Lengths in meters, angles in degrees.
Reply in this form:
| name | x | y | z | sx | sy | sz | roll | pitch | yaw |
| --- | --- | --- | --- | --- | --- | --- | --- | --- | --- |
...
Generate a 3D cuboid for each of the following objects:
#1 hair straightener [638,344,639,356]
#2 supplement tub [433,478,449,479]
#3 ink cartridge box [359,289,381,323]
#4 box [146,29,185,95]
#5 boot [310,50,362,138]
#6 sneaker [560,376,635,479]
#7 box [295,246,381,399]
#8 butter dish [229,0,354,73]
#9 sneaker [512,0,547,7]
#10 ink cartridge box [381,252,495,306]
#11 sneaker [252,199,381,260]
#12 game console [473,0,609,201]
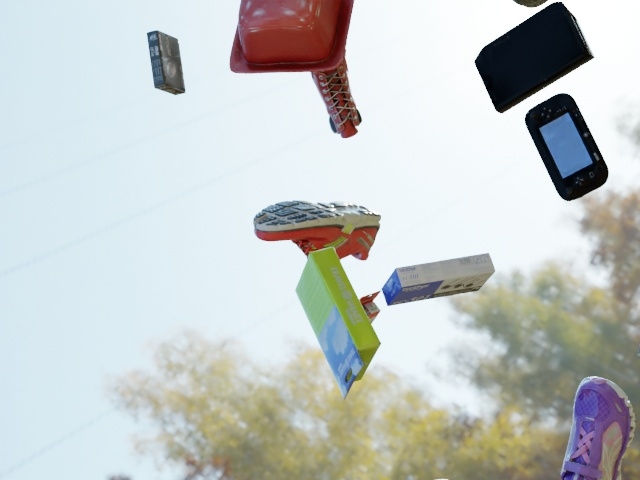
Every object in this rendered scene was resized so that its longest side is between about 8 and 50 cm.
| name | x | y | z | sx | sy | sz | roll | pitch | yaw |
| --- | --- | --- | --- | --- | --- | --- | --- | --- | --- |
| hair straightener | 0.487 | 0.165 | 1.760 | 0.089 | 0.230 | 0.047 | -6 | -19 | -9 |
| supplement tub | 0.155 | 0.455 | 1.964 | 0.200 | 0.144 | 0.144 | -6 | -50 | -17 |
| ink cartridge box | 0.085 | 0.151 | 2.509 | 0.063 | 0.029 | 0.115 | -17 | -29 | -42 |
| box | -0.222 | -0.256 | 1.799 | 0.067 | 0.018 | 0.083 | 10 | -110 | -69 |
| boot | 0.029 | -0.284 | 2.268 | 0.088 | 0.176 | 0.244 | -18 | -14 | 1 |
| sneaker | 0.411 | 0.324 | 1.897 | 0.105 | 0.095 | 0.236 | -25 | -57 | -45 |
| box | 0.025 | 0.111 | 1.681 | 0.042 | 0.178 | 0.109 | -14 | -28 | -23 |
| butter dish | -0.047 | -0.308 | 1.636 | 0.118 | 0.160 | 0.159 | 65 | -150 | -57 |
| sneaker | 0.315 | -0.531 | 1.948 | 0.158 | 0.182 | 0.410 | 70 | -149 | -58 |
| ink cartridge box | 0.234 | 0.077 | 2.483 | 0.207 | 0.046 | 0.097 | -8 | -24 | -20 |
| sneaker | 0.000 | 0.000 | 2.102 | 0.279 | 0.107 | 0.118 | 0 | -75 | -45 |
| game console | 0.443 | -0.253 | 2.351 | 0.213 | 0.361 | 0.044 | -32 | -20 | 28 |
